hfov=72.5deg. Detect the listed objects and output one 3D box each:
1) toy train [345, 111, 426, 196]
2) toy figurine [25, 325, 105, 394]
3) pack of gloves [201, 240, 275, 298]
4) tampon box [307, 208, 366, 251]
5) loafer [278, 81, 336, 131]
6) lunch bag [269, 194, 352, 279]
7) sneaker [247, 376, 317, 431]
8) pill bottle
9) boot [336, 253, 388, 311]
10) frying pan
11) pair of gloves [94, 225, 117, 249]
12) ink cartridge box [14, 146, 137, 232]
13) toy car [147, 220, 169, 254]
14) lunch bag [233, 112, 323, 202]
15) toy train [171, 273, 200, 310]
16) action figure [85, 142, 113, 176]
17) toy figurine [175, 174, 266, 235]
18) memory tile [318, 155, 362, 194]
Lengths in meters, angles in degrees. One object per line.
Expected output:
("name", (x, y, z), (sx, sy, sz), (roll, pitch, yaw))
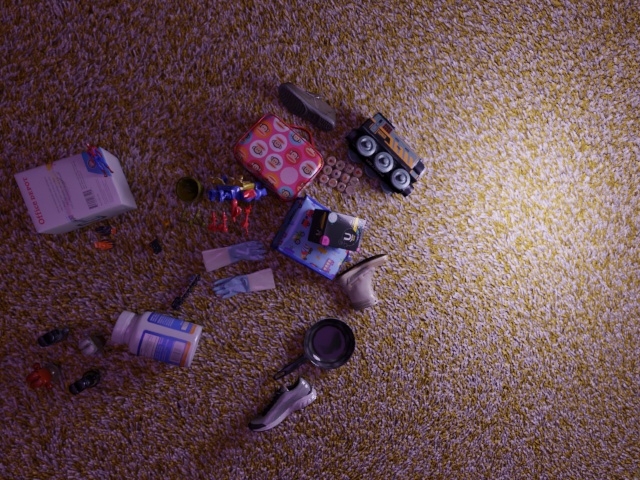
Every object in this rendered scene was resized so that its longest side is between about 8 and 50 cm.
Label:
("toy train", (0.250, -0.321, 1.643), (0.334, 0.142, 0.190), (42, 75, -7))
("toy figurine", (-0.850, 0.404, 1.482), (0.213, 0.148, 0.209), (10, 83, -6))
("pack of gloves", (-0.300, 0.104, 1.617), (0.232, 0.046, 0.194), (-12, 104, -5))
("tampon box", (0.058, -0.036, 1.530), (0.161, 0.101, 0.120), (11, 92, -32))
("loafer", (-0.043, -0.506, 1.625), (0.251, 0.094, 0.087), (34, 61, -17))
("lunch bag", (0.000, 0.000, 1.618), (0.293, 0.138, 0.220), (31, 84, -17))
("sneaker", (-0.151, 0.601, 1.608), (0.272, 0.100, 0.108), (-32, 94, -10))
("pill bottle", (-0.565, 0.334, 1.514), (0.272, 0.152, 0.152), (18, 88, -8))
("boot", (0.188, 0.158, 1.664), (0.213, 0.077, 0.165), (-28, 94, -2))
("frying pan", (-0.005, 0.439, 1.650), (0.197, 0.053, 0.326), (38, 87, -7))
("pair of gloves", (-0.764, -0.010, 1.551), (0.074, 0.010, 0.083), (4, 89, -8))
("ink cartridge box", (-0.798, -0.158, 1.450), (0.270, 0.197, 0.198), (-20, 93, -9))
("toy car", (-0.580, -0.012, 1.576), (0.041, 0.060, 0.122), (16, 66, 34))
("lunch bag", (-0.141, -0.312, 1.587), (0.293, 0.120, 0.258), (43, 84, -6))
("toy train", (-0.489, 0.183, 1.588), (0.036, 0.027, 0.158), (35, 86, 3))
("action figure", (-0.691, -0.253, 1.355), (0.038, 0.030, 0.115), (-36, 94, -5))
("toy figurine", (-0.317, -0.148, 1.563), (0.363, 0.217, 0.191), (7, 108, 34))
("memory tile", (0.076, -0.245, 1.654), (0.148, 0.012, 0.113), (22, 110, -8))
